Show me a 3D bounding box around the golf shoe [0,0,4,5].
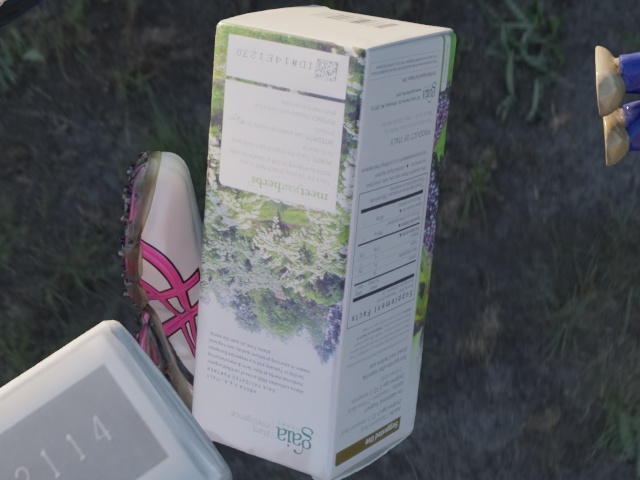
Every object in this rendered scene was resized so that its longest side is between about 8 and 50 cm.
[{"bbox_3d":[-0.126,-0.090,0.486,0.176,0.086,0.069,3,35,18],"label":"golf shoe"}]

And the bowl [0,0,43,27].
[{"bbox_3d":[-0.333,-0.137,0.940,0.391,0.391,0.077,-25,95,-2],"label":"bowl"}]

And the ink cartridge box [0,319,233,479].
[{"bbox_3d":[-0.169,0.164,0.495,0.296,0.261,0.066,-34,77,-15],"label":"ink cartridge box"}]

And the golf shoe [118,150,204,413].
[{"bbox_3d":[-0.073,0.024,0.858,0.086,0.186,0.067,-2,39,1],"label":"golf shoe"}]

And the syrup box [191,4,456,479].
[{"bbox_3d":[0.000,0.000,0.790,0.093,0.096,0.237,15,110,30],"label":"syrup box"}]

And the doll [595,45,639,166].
[{"bbox_3d":[0.241,-0.075,0.758,0.189,0.129,0.046,-4,49,14],"label":"doll"}]
